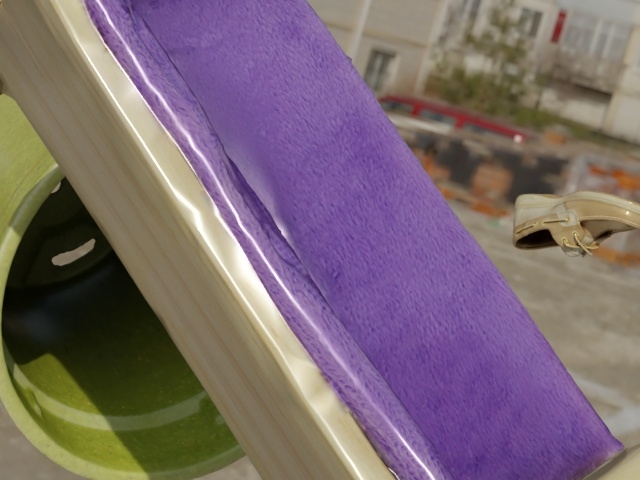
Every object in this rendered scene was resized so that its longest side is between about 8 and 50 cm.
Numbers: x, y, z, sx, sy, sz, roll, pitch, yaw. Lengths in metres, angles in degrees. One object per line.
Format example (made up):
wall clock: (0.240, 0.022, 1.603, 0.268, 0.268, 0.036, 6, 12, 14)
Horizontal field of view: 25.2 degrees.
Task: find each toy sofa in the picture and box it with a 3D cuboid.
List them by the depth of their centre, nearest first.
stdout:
toy sofa: (0.000, 0.000, 0.636, 0.150, 0.362, 0.177, -31, -8, -24)

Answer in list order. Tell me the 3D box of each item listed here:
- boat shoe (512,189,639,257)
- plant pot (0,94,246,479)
boat shoe: (0.248, -0.012, 1.379, 0.063, 0.059, 0.170, 22, -11, -28)
plant pot: (-0.152, -0.004, 1.028, 0.276, 0.276, 0.254, 8, 15, -37)
